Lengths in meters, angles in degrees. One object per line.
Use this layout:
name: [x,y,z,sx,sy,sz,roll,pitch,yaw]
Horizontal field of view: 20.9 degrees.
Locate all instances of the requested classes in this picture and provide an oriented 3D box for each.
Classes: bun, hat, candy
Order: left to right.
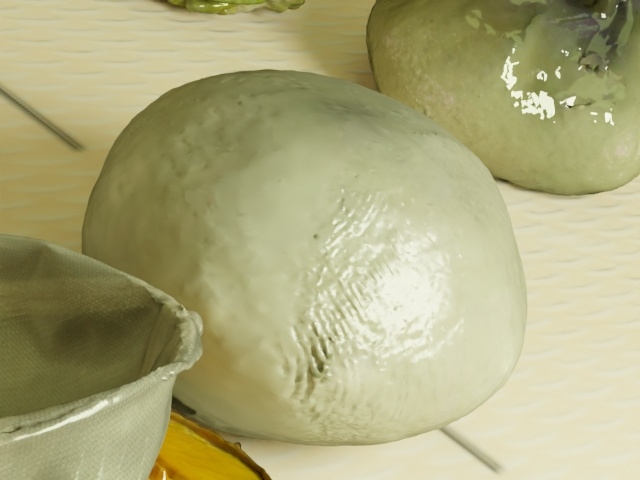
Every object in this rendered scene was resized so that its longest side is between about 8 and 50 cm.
hat: [-0.155,0.114,0.686,0.164,0.226,0.219,15,15,-27]
candy: [0.000,0.000,1.012,0.295,0.185,0.295,14,31,-8]
bun: [0.169,-0.160,1.397,0.272,0.168,0.273,14,39,-12]

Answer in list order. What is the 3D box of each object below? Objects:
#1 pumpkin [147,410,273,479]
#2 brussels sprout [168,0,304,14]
pumpkin: [-0.071,0.155,0.814,0.278,0.111,0.163,26,13,25]
brussels sprout: [-0.094,-0.238,1.400,0.181,0.101,0.139,6,15,-12]
